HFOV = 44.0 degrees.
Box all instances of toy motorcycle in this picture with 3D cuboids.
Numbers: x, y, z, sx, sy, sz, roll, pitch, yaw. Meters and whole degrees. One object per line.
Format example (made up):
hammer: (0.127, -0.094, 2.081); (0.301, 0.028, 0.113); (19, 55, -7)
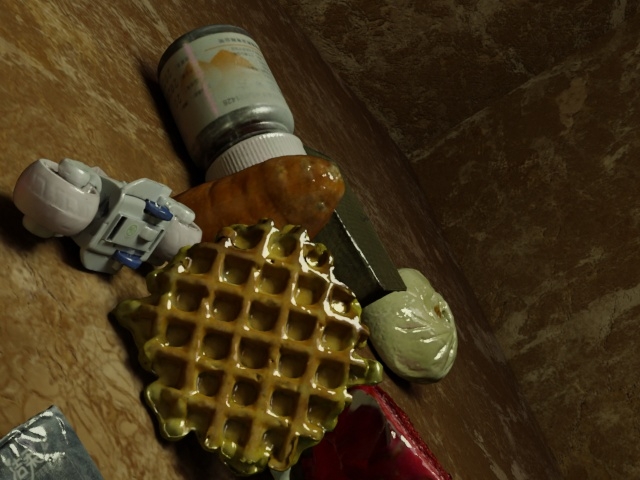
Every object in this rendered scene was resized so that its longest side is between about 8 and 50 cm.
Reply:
toy motorcycle: (-0.211, -0.029, 0.793); (0.112, 0.112, 0.254); (64, 15, 20)

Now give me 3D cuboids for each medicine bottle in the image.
medicine bottle: (-0.124, -0.171, 1.174); (0.273, 0.165, 0.165); (63, 16, 22)

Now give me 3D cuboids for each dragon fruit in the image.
dragon fruit: (0.057, 0.252, 0.899); (0.261, 0.163, 0.189); (-127, -156, -56)

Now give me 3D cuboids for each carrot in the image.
carrot: (-0.073, -0.038, 0.989); (0.159, 0.225, 0.159); (47, 22, -26)

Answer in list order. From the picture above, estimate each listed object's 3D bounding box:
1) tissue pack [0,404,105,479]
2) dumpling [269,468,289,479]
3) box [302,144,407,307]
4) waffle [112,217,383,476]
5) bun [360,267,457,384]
tissue pack: (-0.175, 0.199, 0.515); (0.156, 0.051, 0.112); (58, 16, -4)
dumpling: (-0.054, 0.145, 0.889); (0.179, 0.132, 0.252); (89, -15, -71)
box: (0.002, -0.001, 1.296); (0.273, 0.143, 0.184); (61, 16, 11)
waffle: (-0.066, 0.100, 0.780); (0.237, 0.243, 0.058); (54, -21, 10)
bun: (0.176, 0.155, 1.540); (0.243, 0.153, 0.244); (57, 11, -18)
